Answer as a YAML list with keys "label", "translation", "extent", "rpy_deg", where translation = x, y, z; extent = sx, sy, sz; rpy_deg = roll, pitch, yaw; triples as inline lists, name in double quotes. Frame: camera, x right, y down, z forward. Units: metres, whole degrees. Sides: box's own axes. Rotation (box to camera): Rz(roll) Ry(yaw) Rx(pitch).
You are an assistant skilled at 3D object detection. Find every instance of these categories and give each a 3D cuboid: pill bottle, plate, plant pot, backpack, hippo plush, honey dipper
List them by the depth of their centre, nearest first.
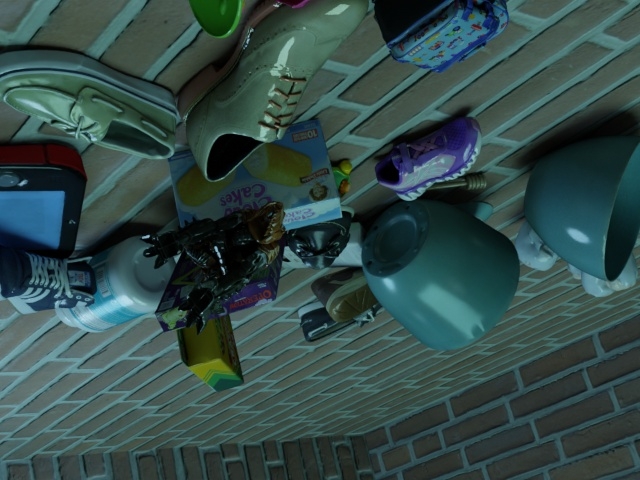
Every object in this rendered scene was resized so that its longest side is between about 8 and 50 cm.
- label: "backpack"
  translation: [0.181, -0.305, 1.338]
  extent: [0.158, 0.116, 0.173]
  rpy_deg: [-29, 157, 36]
- label: "pill bottle"
  translation: [-0.408, 0.093, 1.905]
  extent: [0.264, 0.146, 0.146]
  rpy_deg: [-22, 159, 40]
- label: "plant pot"
  translation: [0.523, -0.081, 1.956]
  extent: [0.196, 0.290, 0.290]
  rpy_deg: [16, 174, 29]
- label: "honey dipper"
  translation: [0.256, -0.112, 1.987]
  extent: [0.161, 0.030, 0.030]
  rpy_deg: [-7, 158, -10]
- label: "plant pot"
  translation: [0.227, 0.048, 2.040]
  extent: [0.293, 0.293, 0.235]
  rpy_deg: [-28, 132, 32]
- label: "plate"
  translation: [0.302, -0.036, 2.211]
  extent: [0.188, 0.024, 0.188]
  rpy_deg: [-13, 159, -5]
- label: "hippo plush"
  translation: [0.579, 0.013, 2.218]
  extent: [0.237, 0.234, 0.294]
  rpy_deg: [-5, 158, -23]

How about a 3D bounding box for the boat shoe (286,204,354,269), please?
- label: "boat shoe"
  translation: [-0.004, 0.000, 1.879]
  extent: [0.127, 0.113, 0.340]
  rpy_deg: [0, 173, -6]

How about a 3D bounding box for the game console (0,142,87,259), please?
- label: "game console"
  translation: [-0.569, -0.042, 1.605]
  extent: [0.342, 0.060, 0.386]
  rpy_deg: [-6, 157, -21]

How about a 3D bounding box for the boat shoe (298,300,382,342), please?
- label: "boat shoe"
  translation: [0.092, 0.184, 2.537]
  extent: [0.303, 0.091, 0.114]
  rpy_deg: [-21, 158, 17]

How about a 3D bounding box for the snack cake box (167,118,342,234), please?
- label: "snack cake box"
  translation: [-0.109, -0.090, 1.641]
  extent: [0.265, 0.152, 0.089]
  rpy_deg: [-14, 158, -1]

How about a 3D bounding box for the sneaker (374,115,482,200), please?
- label: "sneaker"
  translation: [0.187, -0.150, 1.769]
  extent: [0.105, 0.095, 0.236]
  rpy_deg: [13, 148, -36]

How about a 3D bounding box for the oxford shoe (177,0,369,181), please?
- label: "oxford shoe"
  translation: [-0.055, -0.217, 1.361]
  extent: [0.141, 0.146, 0.397]
  rpy_deg: [4, 152, -37]

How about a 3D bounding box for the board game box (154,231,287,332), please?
- label: "board game box"
  translation: [-0.173, 0.051, 1.809]
  extent: [0.208, 0.056, 0.347]
  rpy_deg: [-21, -161, 10]

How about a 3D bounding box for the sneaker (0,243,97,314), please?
- label: "sneaker"
  translation: [-0.480, 0.061, 1.700]
  extent: [0.153, 0.099, 0.282]
  rpy_deg: [-6, 165, -2]

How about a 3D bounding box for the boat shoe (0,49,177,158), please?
- label: "boat shoe"
  translation: [-0.316, -0.184, 1.354]
  extent: [0.302, 0.094, 0.109]
  rpy_deg: [8, 150, -44]

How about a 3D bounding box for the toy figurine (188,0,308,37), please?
- label: "toy figurine"
  translation: [-0.060, -0.335, 1.163]
  extent: [0.159, 0.130, 0.173]
  rpy_deg: [-17, 138, -32]

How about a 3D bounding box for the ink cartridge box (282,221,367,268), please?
- label: "ink cartridge box"
  translation: [0.001, 0.014, 2.143]
  extent: [0.225, 0.056, 0.181]
  rpy_deg: [0, 163, 17]

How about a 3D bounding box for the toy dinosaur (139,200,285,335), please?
- label: "toy dinosaur"
  translation: [-0.142, 0.007, 1.516]
  extent: [0.218, 0.164, 0.322]
  rpy_deg: [-27, 152, -34]

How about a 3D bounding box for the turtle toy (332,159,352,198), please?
- label: "turtle toy"
  translation: [0.000, -0.100, 1.803]
  extent: [0.130, 0.066, 0.095]
  rpy_deg: [-2, 156, -28]

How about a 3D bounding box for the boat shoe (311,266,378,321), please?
- label: "boat shoe"
  translation: [0.127, 0.075, 2.273]
  extent: [0.342, 0.123, 0.123]
  rpy_deg: [-24, 140, -32]

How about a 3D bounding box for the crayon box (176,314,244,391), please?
- label: "crayon box"
  translation: [-0.261, 0.214, 2.241]
  extent: [0.081, 0.202, 0.318]
  rpy_deg: [-16, 159, 3]
